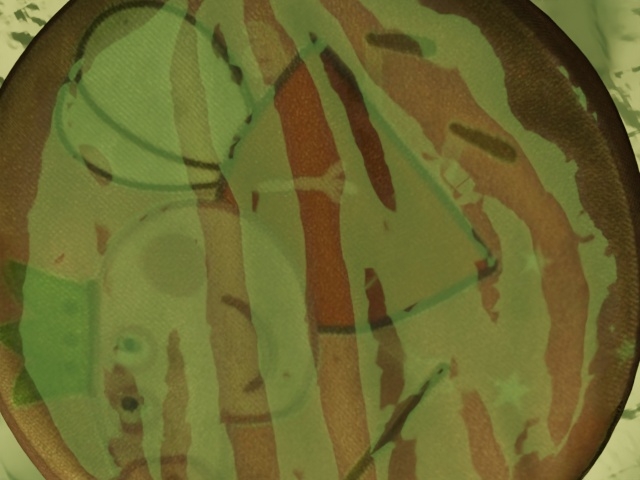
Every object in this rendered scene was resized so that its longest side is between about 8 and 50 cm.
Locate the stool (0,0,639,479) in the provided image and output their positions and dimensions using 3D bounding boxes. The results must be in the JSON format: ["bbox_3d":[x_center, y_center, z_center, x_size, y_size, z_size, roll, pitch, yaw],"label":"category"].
[{"bbox_3d":[0.000,0.000,0.800,0.272,0.178,0.272,1,99,7],"label":"stool"}]
